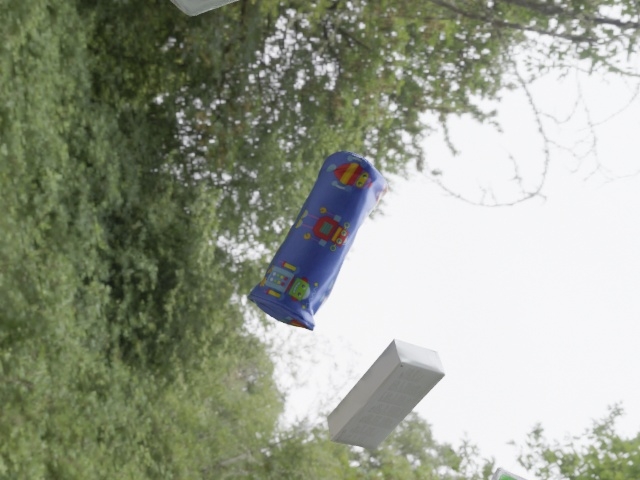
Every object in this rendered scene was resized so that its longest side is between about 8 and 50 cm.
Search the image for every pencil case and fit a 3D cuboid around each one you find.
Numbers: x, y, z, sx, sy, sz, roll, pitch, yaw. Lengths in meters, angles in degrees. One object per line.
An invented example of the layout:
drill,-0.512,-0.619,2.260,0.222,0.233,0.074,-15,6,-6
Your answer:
pencil case,0.000,0.000,1.098,0.119,0.306,0.133,30,-18,-5

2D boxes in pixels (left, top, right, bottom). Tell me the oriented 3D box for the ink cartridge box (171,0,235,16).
ink cartridge box,0.071,-0.321,0.423,0.385,0.091,0.308,1,-120,37

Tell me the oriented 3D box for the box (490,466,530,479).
box,0.144,0.379,0.565,0.127,0.262,0.231,21,-49,26

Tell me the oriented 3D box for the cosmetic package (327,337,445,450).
cosmetic package,0.113,0.281,1.205,0.239,0.099,0.060,-55,-151,31
